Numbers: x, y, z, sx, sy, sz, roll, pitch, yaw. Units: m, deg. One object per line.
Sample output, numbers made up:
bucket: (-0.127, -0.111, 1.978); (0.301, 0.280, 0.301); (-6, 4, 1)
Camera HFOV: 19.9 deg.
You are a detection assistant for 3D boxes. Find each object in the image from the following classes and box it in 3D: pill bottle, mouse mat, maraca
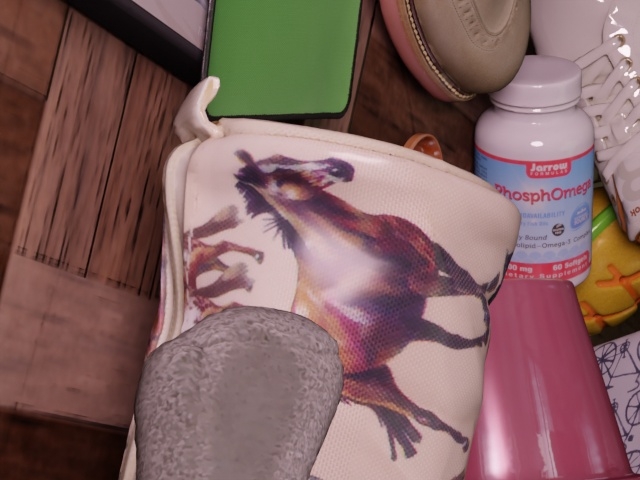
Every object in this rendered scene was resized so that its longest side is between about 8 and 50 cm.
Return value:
pill bottle: (0.154, -0.048, 1.320); (0.087, 0.087, 0.160); (-44, 137, -54)
mouse mat: (-0.013, -0.136, 0.925); (0.190, 0.007, 0.152); (-11, 109, -68)
maraca: (0.205, 0.032, 1.447); (0.127, 0.099, 0.185); (-10, 138, -50)

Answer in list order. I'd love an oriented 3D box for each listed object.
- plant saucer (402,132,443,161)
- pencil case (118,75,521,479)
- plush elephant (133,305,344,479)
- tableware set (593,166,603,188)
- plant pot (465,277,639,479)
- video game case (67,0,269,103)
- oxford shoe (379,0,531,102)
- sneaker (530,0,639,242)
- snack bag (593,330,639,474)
plant saucer: (0.061, -0.030, 1.206); (0.083, 0.013, 0.083); (10, 90, -67)
pencil case: (-0.031, 0.142, 0.830); (0.184, 0.160, 0.410); (13, 89, -28)
plush elephant: (-0.121, 0.202, 0.625); (0.272, 0.255, 0.330); (-7, 68, -27)
tableware set: (0.202, -0.064, 1.483); (0.194, 0.039, 0.128); (58, 47, -57)
plant pot: (0.106, 0.120, 1.170); (0.201, 0.201, 0.180); (10, 73, -67)
video game case: (-0.055, -0.212, 0.847); (0.275, 0.035, 0.248); (30, 71, -65)
oxford shoe: (0.114, -0.212, 1.064); (0.397, 0.147, 0.140); (79, 25, -57)
sneaker: (0.241, -0.080, 1.338); (0.290, 0.106, 0.123); (52, 35, -4)
snack bag: (0.190, 0.205, 1.276); (0.037, 0.323, 0.342); (35, 58, -21)
